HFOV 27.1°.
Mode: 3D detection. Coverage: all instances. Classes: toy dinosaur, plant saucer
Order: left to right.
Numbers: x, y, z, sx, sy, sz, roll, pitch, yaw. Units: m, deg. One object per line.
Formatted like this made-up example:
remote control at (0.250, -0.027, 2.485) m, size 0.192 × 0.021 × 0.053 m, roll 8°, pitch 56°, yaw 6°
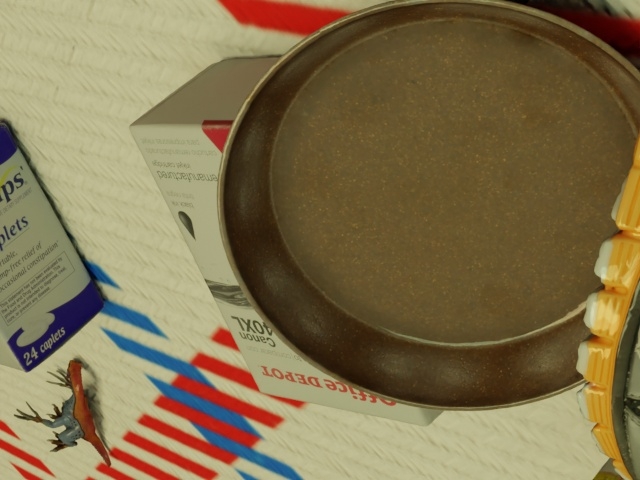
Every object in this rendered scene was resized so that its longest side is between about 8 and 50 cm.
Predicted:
toy dinosaur at (-0.168, 0.115, 0.929) m, size 0.090 × 0.047 × 0.082 m, roll 22°, pitch 145°, yaw -23°
plant saucer at (0.048, -0.013, 0.478) m, size 0.168 × 0.029 × 0.168 m, roll 5°, pitch 122°, yaw 7°

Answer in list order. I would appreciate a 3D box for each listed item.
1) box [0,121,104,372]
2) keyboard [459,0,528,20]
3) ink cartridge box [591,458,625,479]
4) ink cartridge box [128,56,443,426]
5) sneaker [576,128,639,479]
box at (-0.218, 0.000, 0.814) m, size 0.126 × 0.072 × 0.137 m, roll 7°, pitch 130°, yaw 46°
keyboard at (-0.010, -0.215, 0.391) m, size 0.317 × 0.033 × 0.201 m, roll 49°, pitch 147°, yaw -3°
ink cartridge box at (0.154, 0.140, 0.443) m, size 0.127 × 0.176 × 0.128 m, roll -9°, pitch 117°, yaw 55°
ink cartridge box at (0.000, 0.000, 0.573) m, size 0.109 × 0.063 × 0.150 m, roll 5°, pitch 127°, yaw 46°
sneaker at (0.130, -0.008, 0.379) m, size 0.083 × 0.084 × 0.215 m, roll 18°, pitch 123°, yaw 22°
